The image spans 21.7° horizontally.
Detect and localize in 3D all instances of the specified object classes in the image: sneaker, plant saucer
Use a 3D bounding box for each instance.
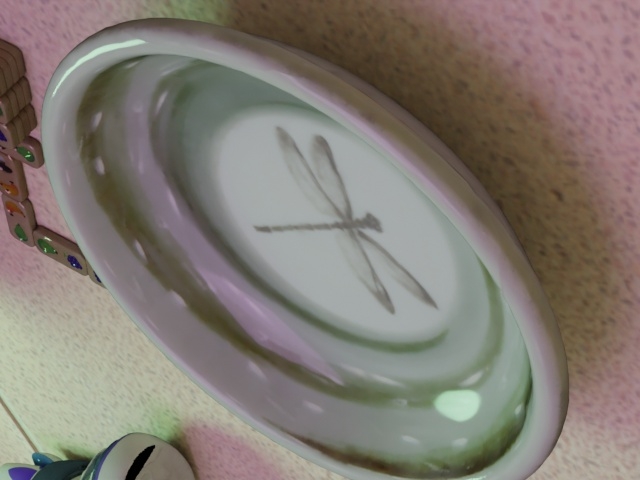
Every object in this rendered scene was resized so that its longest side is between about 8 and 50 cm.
[{"bbox_3d":[-0.242,0.264,1.648,0.236,0.130,0.323,21,149,22],"label":"sneaker"},{"bbox_3d":[0.000,0.000,1.098,0.400,0.100,0.400,27,145,20],"label":"plant saucer"}]

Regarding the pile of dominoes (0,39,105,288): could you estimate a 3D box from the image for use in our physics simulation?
[{"bbox_3d":[-0.263,-0.066,1.348,0.196,0.040,0.251,26,145,22],"label":"pile of dominoes"}]
